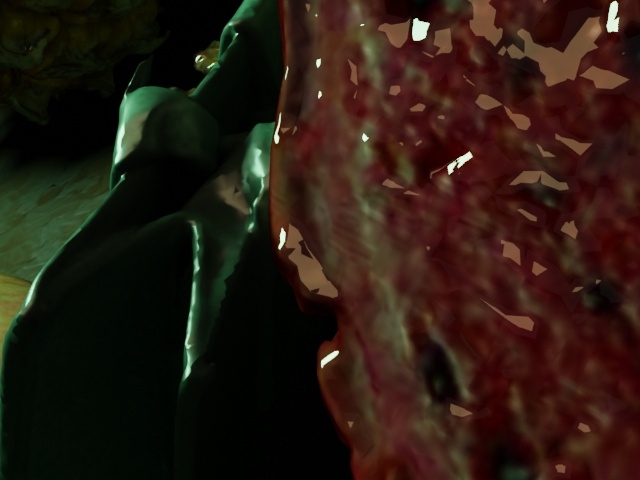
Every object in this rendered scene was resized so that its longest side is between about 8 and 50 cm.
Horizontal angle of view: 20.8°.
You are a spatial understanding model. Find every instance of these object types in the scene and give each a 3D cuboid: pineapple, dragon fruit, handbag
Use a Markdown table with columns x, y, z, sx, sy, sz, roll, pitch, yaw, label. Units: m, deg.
| x | y | z | sx | sy | sz | roll | pitch | yaw | label |
| --- | --- | --- | --- | --- | --- | --- | --- | --- | --- |
| -0.162 | -0.159 | 1.180 | 0.286 | 0.209 | 0.344 | -3 | 10 | -15 | pineapple |
| 0.103 | 0.021 | 0.421 | 0.240 | 0.302 | 0.330 | 94 | -165 | -74 | dragon fruit |
| -0.001 | 0.001 | 0.622 | 0.089 | 0.238 | 0.326 | 21 | 46 | 16 | handbag |

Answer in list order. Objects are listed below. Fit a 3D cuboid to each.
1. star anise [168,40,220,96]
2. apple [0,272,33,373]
| x | y | z | sx | sy | sz | roll | pitch | yaw | label |
| --- | --- | --- | --- | --- | --- | --- | --- | --- | --- |
| -0.038 | -0.083 | 1.005 | 0.168 | 0.057 | 0.168 | -26 | 20 | 10 | star anise |
| -0.155 | 0.110 | 0.719 | 0.209 | 0.164 | 0.209 | -20 | 27 | 10 | apple |
